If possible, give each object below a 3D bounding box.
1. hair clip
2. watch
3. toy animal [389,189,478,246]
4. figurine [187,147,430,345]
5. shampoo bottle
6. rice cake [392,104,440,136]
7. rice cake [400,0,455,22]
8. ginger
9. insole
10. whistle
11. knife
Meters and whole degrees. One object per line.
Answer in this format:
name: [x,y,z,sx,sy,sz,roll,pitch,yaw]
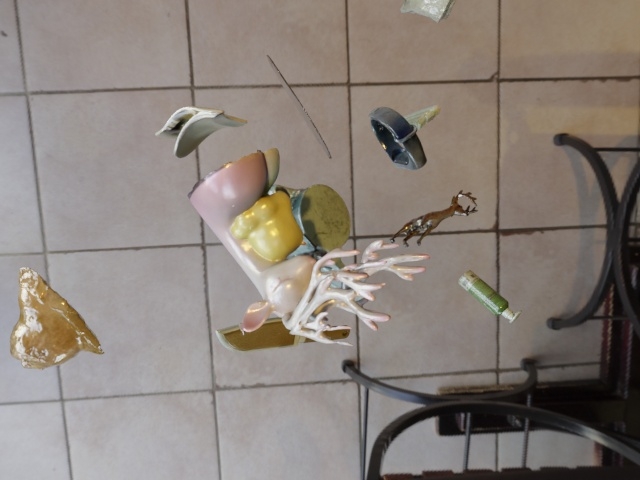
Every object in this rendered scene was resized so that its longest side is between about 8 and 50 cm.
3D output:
hair clip: [-0.404,-0.371,1.428,0.282,0.172,0.113,-28,86,18]
watch: [0.220,-0.293,1.261,0.068,0.206,0.193,-37,111,-1]
toy animal: [0.368,-0.073,1.456,0.260,0.244,0.087,-38,110,-39]
figurine: [-0.032,0.018,0.642,0.284,0.206,0.315,-26,99,29]
shampoo bottle: [0.538,0.180,1.398,0.065,0.065,0.204,-45,60,1]
rice cake: [0.294,-0.384,1.434,0.124,0.211,0.038,-42,107,-22]
rice cake: [0.151,-0.328,0.423,0.057,0.256,0.052,22,60,-2]
ginger: [-0.475,0.135,0.736,0.123,0.115,0.193,-32,121,-24]
insole: [-0.052,-0.307,0.981,0.007,0.111,0.327,-30,63,0]
whistle: [-0.013,0.023,1.215,0.188,0.168,0.404,-24,95,-43]
knife: [-0.056,0.172,0.837,0.343,0.027,0.061,6,97,-47]
